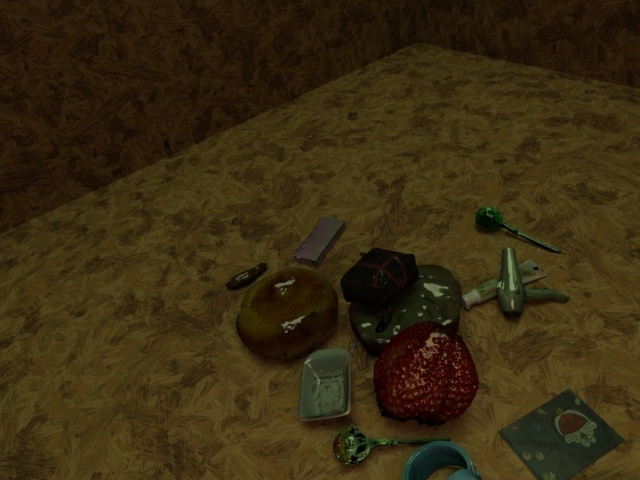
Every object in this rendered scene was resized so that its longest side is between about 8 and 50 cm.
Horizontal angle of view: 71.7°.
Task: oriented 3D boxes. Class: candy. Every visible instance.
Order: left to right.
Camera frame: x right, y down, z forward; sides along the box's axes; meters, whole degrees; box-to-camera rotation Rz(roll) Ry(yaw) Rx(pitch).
[{"bbox_3d":[0.185,0.531,1.148,0.305,0.083,0.091,-1,78,0],"label":"candy"},{"bbox_3d":[0.730,-0.032,1.645,0.323,0.097,0.097,33,57,30],"label":"candy"}]

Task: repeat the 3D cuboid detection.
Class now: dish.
[{"bbox_3d":[0.024,0.421,1.294,0.154,0.064,0.234,-14,40,16],"label":"dish"}]

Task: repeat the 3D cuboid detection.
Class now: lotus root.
[{"bbox_3d":[0.270,0.210,1.457,0.390,0.111,0.375,-31,39,-17],"label":"lotus root"}]

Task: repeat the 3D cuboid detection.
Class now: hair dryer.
[{"bbox_3d":[0.658,0.120,1.420,0.225,0.088,0.219,-15,76,-7],"label":"hair dryer"}]

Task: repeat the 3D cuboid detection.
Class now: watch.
[{"bbox_3d":[0.277,0.568,1.002,0.211,0.211,0.193,-24,21,-13],"label":"watch"}]

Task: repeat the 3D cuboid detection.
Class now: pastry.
[{"bbox_3d":[-0.111,0.238,1.484,0.356,0.164,0.356,-11,36,8],"label":"pastry"}]

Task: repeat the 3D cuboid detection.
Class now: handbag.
[{"bbox_3d":[0.192,0.120,1.388,0.169,0.155,0.215,5,33,45],"label":"handbag"}]

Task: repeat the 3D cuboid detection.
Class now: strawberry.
[{"bbox_3d":[0.271,0.338,1.167,0.250,0.288,0.238,0,28,-16],"label":"strawberry"}]

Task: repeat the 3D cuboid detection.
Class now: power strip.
[{"bbox_3d":[0.000,0.000,1.815,0.109,0.037,0.279,14,47,28],"label":"power strip"}]

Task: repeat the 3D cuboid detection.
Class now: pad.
[{"bbox_3d":[0.604,0.494,1.114,0.245,0.006,0.170,-23,42,-13],"label":"pad"}]

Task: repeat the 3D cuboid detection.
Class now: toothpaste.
[{"bbox_3d":[0.607,0.144,1.481,0.314,0.058,0.056,-21,5,-14],"label":"toothpaste"}]

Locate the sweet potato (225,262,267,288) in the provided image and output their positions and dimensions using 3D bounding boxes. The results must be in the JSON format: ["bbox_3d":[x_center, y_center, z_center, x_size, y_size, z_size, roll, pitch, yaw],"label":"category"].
[{"bbox_3d":[-0.282,0.136,1.723,0.182,0.054,0.053,-28,52,-21],"label":"sweet potato"}]

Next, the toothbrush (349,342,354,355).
[{"bbox_3d":[0.077,0.387,1.369,0.011,0.014,0.167,-8,38,33],"label":"toothbrush"}]

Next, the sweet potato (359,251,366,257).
[{"bbox_3d":[0.249,0.090,1.627,0.249,0.069,0.059,12,86,26],"label":"sweet potato"}]
